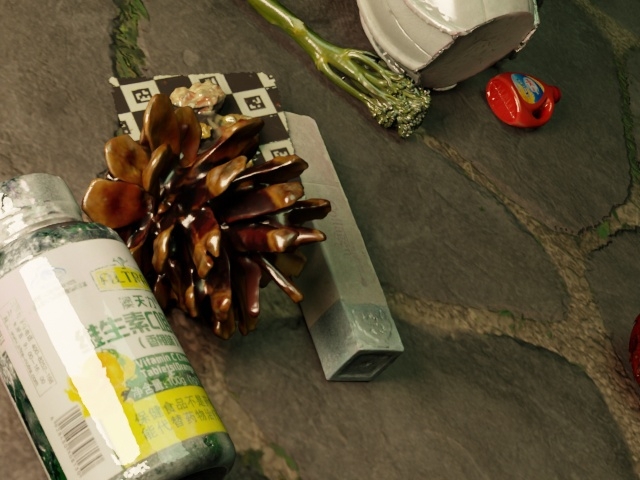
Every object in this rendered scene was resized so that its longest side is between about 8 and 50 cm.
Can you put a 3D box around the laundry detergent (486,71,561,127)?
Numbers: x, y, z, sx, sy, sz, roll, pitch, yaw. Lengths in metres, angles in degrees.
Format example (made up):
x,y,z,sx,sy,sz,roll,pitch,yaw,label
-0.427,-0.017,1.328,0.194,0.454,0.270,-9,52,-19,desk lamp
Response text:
x,y,z,sx,sy,sz,roll,pitch,yaw,label
0.329,-0.219,1.746,0.165,0.049,0.097,-10,69,-47,laundry detergent

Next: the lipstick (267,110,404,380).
x,y,z,sx,sy,sz,roll,pitch,yaw,label
0.000,0.000,1.229,0.066,0.068,0.317,5,52,-36,lipstick

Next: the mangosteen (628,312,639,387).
x,y,z,sx,sy,sz,roll,pitch,yaw,label
0.486,0.150,1.462,0.166,0.166,0.180,58,16,18,mangosteen

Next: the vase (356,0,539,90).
x,y,z,sx,sy,sz,roll,pitch,yaw,label
0.130,-0.450,1.612,0.250,0.250,0.445,-10,69,-46,vase

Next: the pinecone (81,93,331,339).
x,y,z,sx,sy,sz,roll,pitch,yaw,label
-0.095,-0.019,1.053,0.201,0.202,0.229,34,3,36,pinecone

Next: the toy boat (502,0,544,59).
x,y,z,sx,sy,sz,roll,pitch,yaw,label
0.298,-0.412,1.695,0.092,0.319,0.141,-17,64,-21,toy boat

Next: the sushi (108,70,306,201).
x,y,z,sx,sy,sz,roll,pitch,yaw,label
-0.116,-0.116,1.205,0.192,0.040,0.210,-5,57,-18,sushi

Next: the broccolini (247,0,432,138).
x,y,z,sx,sy,sz,roll,pitch,yaw,label
-0.013,-0.282,1.500,0.392,0.074,0.079,41,79,-1,broccolini

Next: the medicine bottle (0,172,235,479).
x,y,z,sx,sy,sz,roll,pitch,yaw,label
-0.194,0.087,0.916,0.141,0.141,0.293,-10,61,-46,medicine bottle
